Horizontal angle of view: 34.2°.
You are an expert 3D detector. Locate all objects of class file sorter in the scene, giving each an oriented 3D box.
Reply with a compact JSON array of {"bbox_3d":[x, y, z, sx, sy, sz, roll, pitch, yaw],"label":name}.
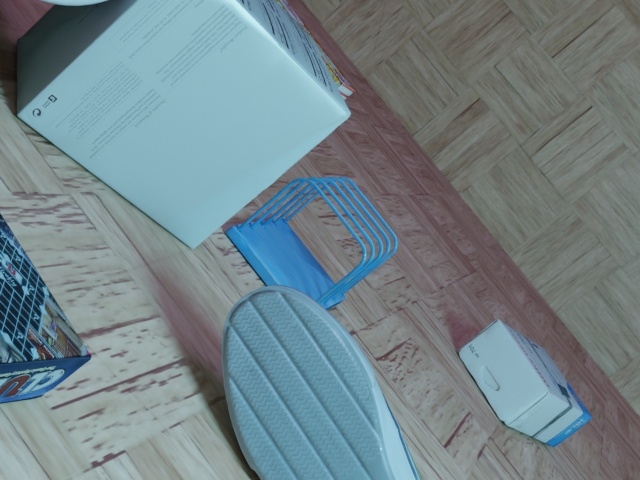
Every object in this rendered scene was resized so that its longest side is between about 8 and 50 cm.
[{"bbox_3d":[0.000,0.000,1.095,0.118,0.104,0.170,51,15,7],"label":"file sorter"}]

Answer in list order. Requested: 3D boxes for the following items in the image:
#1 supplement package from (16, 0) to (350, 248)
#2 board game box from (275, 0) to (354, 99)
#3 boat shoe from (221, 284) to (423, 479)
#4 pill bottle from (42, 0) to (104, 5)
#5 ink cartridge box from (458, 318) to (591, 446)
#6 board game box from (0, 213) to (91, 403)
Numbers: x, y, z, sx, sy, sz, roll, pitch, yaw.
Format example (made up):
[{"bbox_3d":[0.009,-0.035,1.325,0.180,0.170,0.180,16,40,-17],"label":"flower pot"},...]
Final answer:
[{"bbox_3d":[-0.122,-0.144,0.906,0.203,0.194,0.149,41,18,-35],"label":"supplement package"},{"bbox_3d":[-0.068,-0.225,1.378,0.193,0.147,0.045,56,15,19],"label":"board game box"},{"bbox_3d":[0.020,0.174,0.761,0.302,0.109,0.094,62,1,11],"label":"boat shoe"},{"bbox_3d":[-0.242,-0.289,0.850,0.160,0.160,0.283,40,-5,-35],"label":"pill bottle"},{"bbox_3d":[0.299,0.211,1.518,0.191,0.082,0.139,33,22,-54],"label":"ink cartridge box"},{"bbox_3d":[-0.239,-0.021,0.544,0.243,0.042,0.165,54,15,15],"label":"board game box"}]
